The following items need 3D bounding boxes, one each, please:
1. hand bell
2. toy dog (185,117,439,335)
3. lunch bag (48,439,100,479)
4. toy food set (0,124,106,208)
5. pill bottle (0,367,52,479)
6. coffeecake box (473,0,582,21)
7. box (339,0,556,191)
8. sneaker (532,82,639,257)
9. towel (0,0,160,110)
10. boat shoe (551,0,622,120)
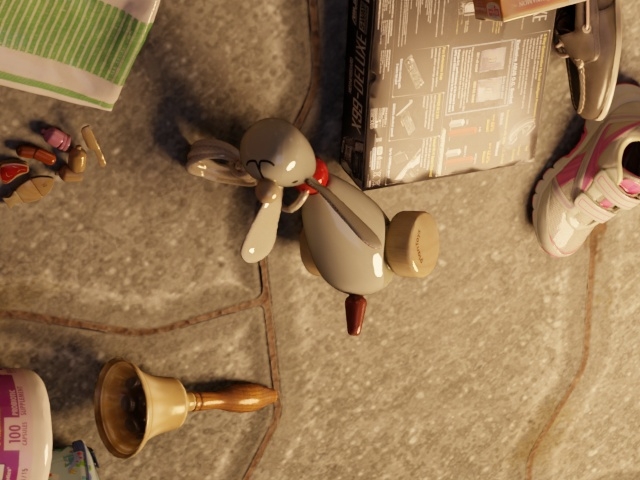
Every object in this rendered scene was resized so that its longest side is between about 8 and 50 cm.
[{"bbox_3d":[-0.155,0.206,1.674,0.242,0.126,0.126,0,121,-39],"label":"hand bell"},{"bbox_3d":[0.000,0.000,1.504,0.334,0.220,0.161,25,64,-35],"label":"toy dog"},{"bbox_3d":[-0.302,0.372,1.618,0.090,0.219,0.176,-15,124,-8],"label":"lunch bag"},{"bbox_3d":[-0.307,-0.089,1.449,0.122,0.019,0.078,-21,127,-3],"label":"toy food set"},{"bbox_3d":[-0.472,0.229,1.476,0.301,0.169,0.169,2,119,-27],"label":"pill bottle"},{"bbox_3d":[0.232,-0.347,1.420,0.142,0.068,0.185,-17,108,-18],"label":"coffeecake box"},{"bbox_3d":[0.153,-0.224,1.545,0.242,0.076,0.307,-11,124,-19],"label":"box"},{"bbox_3d":[0.374,-0.079,1.720,0.103,0.111,0.252,14,113,-32],"label":"sneaker"},{"bbox_3d":[-0.257,-0.282,1.270,0.248,0.038,0.325,11,127,-27],"label":"towel"},{"bbox_3d":[0.312,-0.306,1.559,0.095,0.112,0.335,-1,116,-5],"label":"boat shoe"}]
